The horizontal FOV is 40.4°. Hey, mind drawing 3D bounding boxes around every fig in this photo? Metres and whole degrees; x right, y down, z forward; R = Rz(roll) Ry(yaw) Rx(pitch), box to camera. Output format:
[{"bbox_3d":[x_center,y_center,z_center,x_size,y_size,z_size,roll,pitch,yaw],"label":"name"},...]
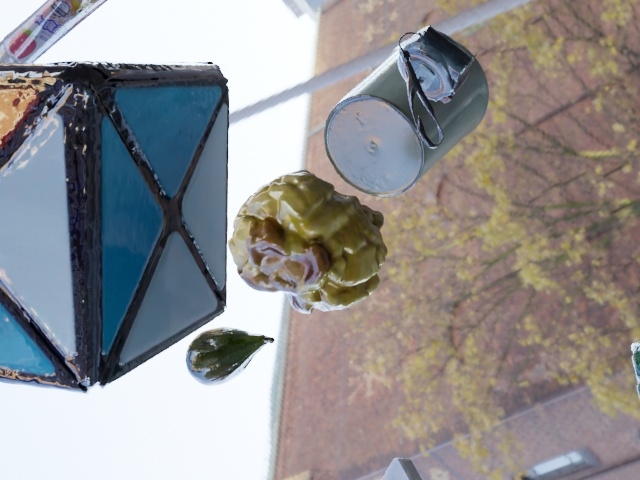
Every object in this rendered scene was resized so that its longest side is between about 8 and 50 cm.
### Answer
[{"bbox_3d":[-0.170,0.207,1.662,0.117,0.177,0.117,58,-169,-18],"label":"fig"}]

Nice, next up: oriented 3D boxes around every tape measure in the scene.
[{"bbox_3d":[0.131,-0.195,1.160,0.104,0.107,0.180,24,-114,2],"label":"tape measure"}]

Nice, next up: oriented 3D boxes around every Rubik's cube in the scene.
[{"bbox_3d":[-0.233,-0.030,0.753,0.246,0.250,0.248,-32,-56,-68],"label":"Rubik's cube"}]

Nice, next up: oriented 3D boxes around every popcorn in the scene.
[{"bbox_3d":[0.000,0.000,1.531,0.265,0.225,0.332,40,-155,22],"label":"popcorn"}]

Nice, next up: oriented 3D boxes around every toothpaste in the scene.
[{"bbox_3d":[-0.301,-0.258,1.002,0.043,0.194,0.067,62,-162,19],"label":"toothpaste"}]

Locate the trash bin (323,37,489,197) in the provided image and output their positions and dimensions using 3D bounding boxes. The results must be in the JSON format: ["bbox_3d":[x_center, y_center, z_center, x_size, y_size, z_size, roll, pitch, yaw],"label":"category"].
[{"bbox_3d":[0.211,-0.301,2.036,0.280,0.280,0.432,56,-139,-10],"label":"trash bin"}]

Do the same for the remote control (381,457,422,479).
[{"bbox_3d":[0.158,0.462,1.360,0.034,0.103,0.250,8,-149,-29],"label":"remote control"}]

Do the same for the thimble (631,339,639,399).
[{"bbox_3d":[0.567,0.270,1.299,0.254,0.167,0.288,-47,-54,-67],"label":"thimble"}]
